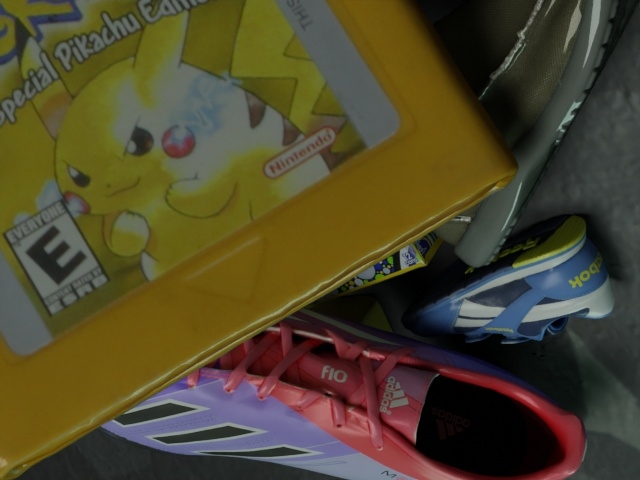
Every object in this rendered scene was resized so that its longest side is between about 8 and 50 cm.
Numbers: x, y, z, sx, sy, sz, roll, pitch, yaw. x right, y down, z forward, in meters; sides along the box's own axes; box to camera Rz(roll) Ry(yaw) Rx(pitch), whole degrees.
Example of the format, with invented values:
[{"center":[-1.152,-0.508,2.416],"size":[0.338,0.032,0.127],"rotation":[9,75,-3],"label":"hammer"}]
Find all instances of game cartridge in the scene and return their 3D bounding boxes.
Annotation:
[{"center":[-0.109,-0.095,0.819],"size":[0.324,0.285,0.053],"rotation":[59,176,7],"label":"game cartridge"}]

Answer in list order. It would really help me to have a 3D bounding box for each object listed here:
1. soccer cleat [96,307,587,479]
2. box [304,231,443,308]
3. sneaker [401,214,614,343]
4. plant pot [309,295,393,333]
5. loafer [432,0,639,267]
[{"center":[-0.002,0.083,0.973],"size":[0.318,0.109,0.116],"rotation":[17,166,-18],"label":"soccer cleat"},{"center":[0.000,0.000,1.027],"size":[0.169,0.054,0.059],"rotation":[-23,110,45],"label":"box"},{"center":[0.105,0.036,0.984],"size":[0.144,0.053,0.059],"rotation":[-22,113,46],"label":"sneaker"},{"center":[0.000,0.094,1.086],"size":[0.081,0.083,0.081],"rotation":[-6,122,39],"label":"plant pot"},{"center":[0.090,-0.084,0.859],"size":[0.087,0.094,0.251],"rotation":[29,138,6],"label":"loafer"}]
